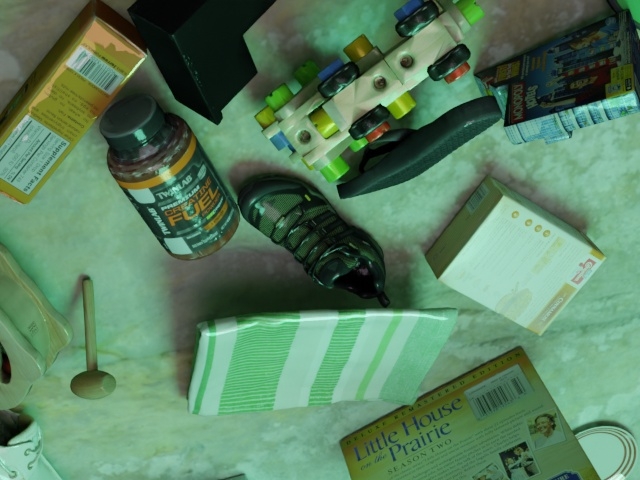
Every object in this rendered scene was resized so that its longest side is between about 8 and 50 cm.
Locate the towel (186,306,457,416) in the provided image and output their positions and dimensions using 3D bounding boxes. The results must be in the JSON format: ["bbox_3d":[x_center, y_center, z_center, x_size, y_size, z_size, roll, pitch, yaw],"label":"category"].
[{"bbox_3d":[-0.007,0.162,1.332,0.325,0.038,0.248,0,145,-12],"label":"towel"}]

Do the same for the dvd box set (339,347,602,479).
[{"bbox_3d":[0.209,0.348,1.312,0.308,0.420,0.062,-29,123,4],"label":"dvd box set"}]

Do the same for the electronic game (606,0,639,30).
[{"bbox_3d":[0.433,-0.351,1.190,0.229,0.048,0.229,-5,119,-8],"label":"electronic game"}]

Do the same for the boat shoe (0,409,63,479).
[{"bbox_3d":[-0.409,0.272,1.334,0.096,0.098,0.277,-34,118,9],"label":"boat shoe"}]

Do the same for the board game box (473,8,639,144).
[{"bbox_3d":[0.274,-0.174,1.184,0.194,0.194,0.060,-15,123,26],"label":"board game box"}]

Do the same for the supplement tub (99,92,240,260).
[{"bbox_3d":[-0.176,-0.074,1.168,0.106,0.106,0.198,-26,133,4],"label":"supplement tub"}]

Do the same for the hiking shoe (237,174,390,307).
[{"bbox_3d":[0.000,0.000,1.257,0.227,0.114,0.086,30,107,-24],"label":"hiking shoe"}]

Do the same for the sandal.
[{"bbox_3d":[0.111,-0.115,1.197,0.097,0.054,0.254,-15,169,-43],"label":"sandal"}]

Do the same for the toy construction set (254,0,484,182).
[{"bbox_3d":[0.066,-0.196,1.119,0.151,0.215,0.327,38,103,-5],"label":"toy construction set"}]

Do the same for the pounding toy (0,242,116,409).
[{"bbox_3d":[-0.381,0.102,1.265,0.154,0.155,0.269,-20,114,33],"label":"pounding toy"}]

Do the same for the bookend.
[{"bbox_3d":[-0.110,-0.240,1.117,0.157,0.072,0.156,-49,151,-15],"label":"bookend"}]

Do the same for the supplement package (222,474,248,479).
[{"bbox_3d":[-0.202,0.498,1.439,0.263,0.198,0.199,-13,119,-4],"label":"supplement package"}]

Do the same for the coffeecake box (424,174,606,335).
[{"bbox_3d":[0.258,0.022,1.346,0.185,0.068,0.142,28,109,-23],"label":"coffeecake box"}]

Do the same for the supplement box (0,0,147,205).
[{"bbox_3d":[-0.294,-0.154,1.139,0.080,0.078,0.233,37,106,-28],"label":"supplement box"}]

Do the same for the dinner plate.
[{"bbox_3d":[0.426,0.342,1.582,0.141,0.017,0.141,-5,118,-9],"label":"dinner plate"}]
